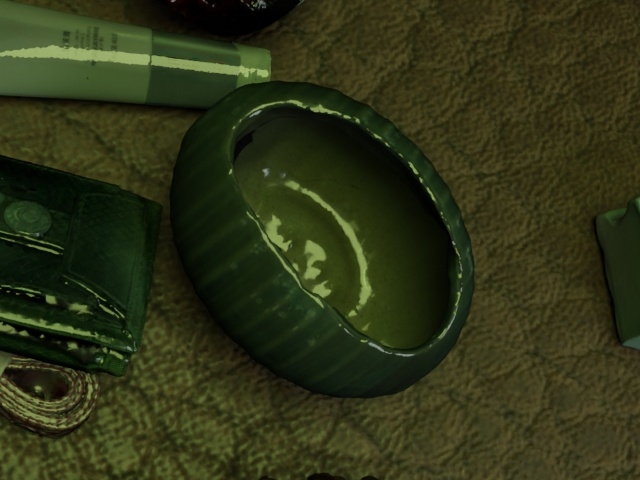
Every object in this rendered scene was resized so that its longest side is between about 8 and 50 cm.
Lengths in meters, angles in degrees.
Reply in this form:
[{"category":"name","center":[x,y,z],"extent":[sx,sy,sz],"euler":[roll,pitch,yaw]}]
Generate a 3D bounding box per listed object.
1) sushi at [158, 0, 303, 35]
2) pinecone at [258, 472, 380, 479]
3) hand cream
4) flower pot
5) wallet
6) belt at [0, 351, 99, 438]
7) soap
[{"category":"sushi","center":[-0.069,-0.238,0.907],"extent":[0.150,0.153,0.172],"euler":[51,47,-19]},{"category":"pinecone","center":[0.021,0.272,0.773],"extent":[0.257,0.243,0.244],"euler":[21,72,-31]},{"category":"hand cream","center":[-0.165,-0.137,0.906],"extent":[0.255,0.048,0.079],"euler":[5,71,-12]},{"category":"flower pot","center":[0.000,0.000,0.862],"extent":[0.189,0.157,0.243],"euler":[-39,89,-21]},{"category":"wallet","center":[-0.231,-0.002,0.828],"extent":[0.236,0.055,0.160],"euler":[17,44,-14]},{"category":"belt","center":[-0.263,0.074,0.827],"extent":[0.232,0.053,0.071],"euler":[20,69,-13]},{"category":"soap","center":[0.357,0.027,0.992],"extent":[0.230,0.091,0.145],"euler":[-7,80,-16]}]
